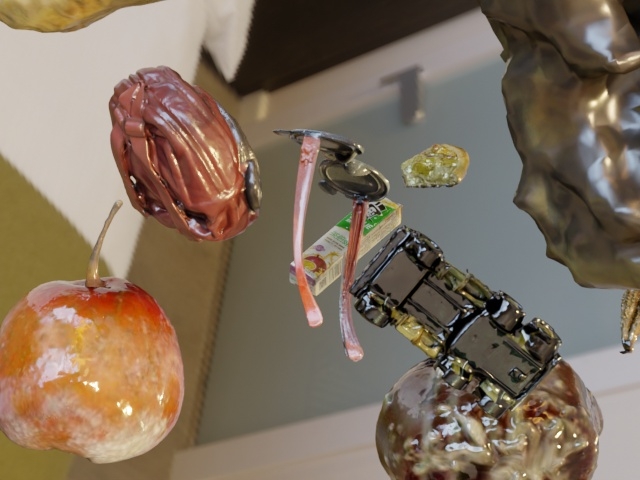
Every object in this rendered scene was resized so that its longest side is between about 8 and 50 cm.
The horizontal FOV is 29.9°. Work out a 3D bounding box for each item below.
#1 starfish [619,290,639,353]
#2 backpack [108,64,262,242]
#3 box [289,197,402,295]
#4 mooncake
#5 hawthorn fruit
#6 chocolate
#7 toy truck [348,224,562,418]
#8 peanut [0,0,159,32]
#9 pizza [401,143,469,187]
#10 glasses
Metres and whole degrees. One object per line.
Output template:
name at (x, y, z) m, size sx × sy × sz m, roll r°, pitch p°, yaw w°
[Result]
starfish at (0.347, 0.003, 1.155) m, size 0.043 × 0.240 × 0.227 m, roll 36°, pitch 54°, yaw -53°
backpack at (-0.169, -0.108, 1.429) m, size 0.139 × 0.229 × 0.229 m, roll -34°, pitch 109°, yaw -15°
box at (0.040, 0.004, 1.785) m, size 0.207 × 0.050 × 0.041 m, roll -40°, pitch 147°, yaw -31°
mooncake at (0.261, -0.155, 0.949) m, size 0.393 × 0.246 × 0.394 m, roll 10°, pitch 88°, yaw -38°
hawthorn fruit at (-0.280, 0.150, 1.435) m, size 0.231 × 0.235 × 0.263 m, roll 50°, pitch 27°, yaw -45°
chocolate at (0.247, 0.286, 1.722) m, size 0.210 × 0.340 × 0.225 m, roll -74°, pitch 159°, yaw -75°
toy truck at (0.164, 0.090, 1.465) m, size 0.257 × 0.127 × 0.127 m, roll 36°, pitch 15°, yaw -12°
peanut at (-0.228, -0.294, 1.257) m, size 0.130 × 0.290 × 0.130 m, roll 34°, pitch 51°, yaw -56°
pizza at (0.161, -0.107, 1.696) m, size 0.160 × 0.099 × 0.035 m, roll -82°, pitch 160°, yaw -72°
glasses at (0.000, 0.000, 1.558) m, size 0.234 × 0.118 × 0.268 m, roll 50°, pitch 49°, yaw -64°
